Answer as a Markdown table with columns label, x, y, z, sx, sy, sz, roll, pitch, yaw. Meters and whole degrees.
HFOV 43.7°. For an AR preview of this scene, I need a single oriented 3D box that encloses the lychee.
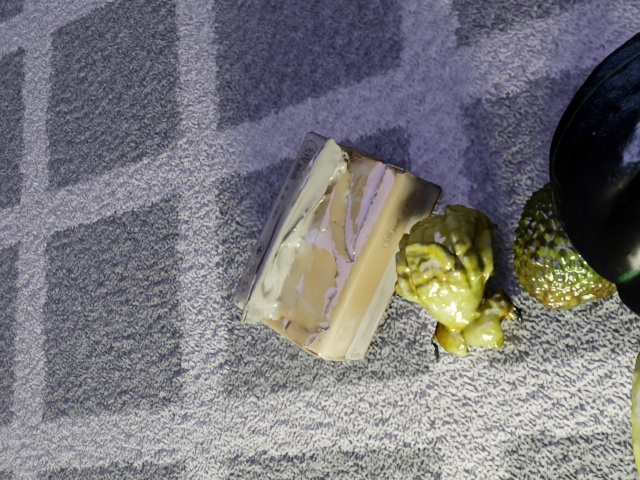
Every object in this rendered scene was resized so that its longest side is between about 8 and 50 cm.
| label | x | y | z | sx | sy | sz | roll | pitch | yaw |
| --- | --- | --- | --- | --- | --- | --- | --- | --- | --- |
| lychee | 0.321 | 0.001 | 1.029 | 0.171 | 0.171 | 0.171 | -8 | 75 | 33 |

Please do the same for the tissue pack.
| label | x | y | z | sx | sy | sz | roll | pitch | yaw |
| --- | --- | --- | --- | --- | --- | --- | --- | --- | --- |
| tissue pack | 0.000 | 0.000 | 1.209 | 0.238 | 0.238 | 0.306 | 29 | 97 | 35 |

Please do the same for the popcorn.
| label | x | y | z | sx | sy | sz | roll | pitch | yaw |
| --- | --- | --- | --- | --- | --- | --- | --- | --- | --- |
| popcorn | 0.189 | 0.055 | 1.120 | 0.173 | 0.168 | 0.195 | -31 | 102 | 14 |

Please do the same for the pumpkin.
| label | x | y | z | sx | sy | sz | roll | pitch | yaw |
| --- | --- | --- | --- | --- | --- | --- | --- | --- | --- |
| pumpkin | 0.400 | -0.046 | 0.775 | 0.266 | 0.363 | 0.363 | -49 | 57 | 29 |

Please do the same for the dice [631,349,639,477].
| label | x | y | z | sx | sy | sz | roll | pitch | yaw |
| --- | --- | --- | --- | --- | --- | --- | --- | --- | --- |
| dice | 0.449 | 0.201 | 0.890 | 0.169 | 0.166 | 0.170 | -4 | 77 | 34 |
